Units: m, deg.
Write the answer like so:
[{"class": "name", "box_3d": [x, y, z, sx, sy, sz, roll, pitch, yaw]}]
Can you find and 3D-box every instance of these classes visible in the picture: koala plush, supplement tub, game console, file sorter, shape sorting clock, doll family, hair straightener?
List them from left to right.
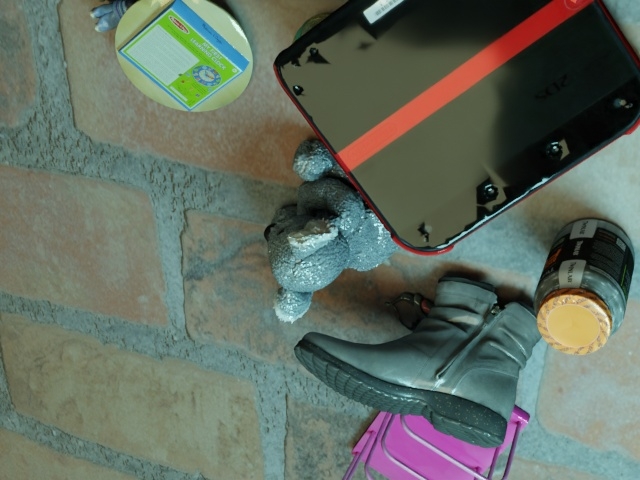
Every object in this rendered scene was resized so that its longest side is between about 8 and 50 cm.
[{"class": "doll family", "box_3d": [-0.303, -0.393, 1.317, 0.111, 0.076, 0.193, -8, 119, 25]}, {"class": "shape sorting clock", "box_3d": [-0.201, -0.277, 1.329, 0.206, 0.040, 0.206, 7, 139, 6]}, {"class": "koala plush", "box_3d": [0.000, 0.000, 1.308, 0.203, 0.221, 0.196, 27, 126, 8]}, {"class": "file sorter", "box_3d": [0.168, 0.373, 1.476, 0.202, 0.182, 0.291, 32, 127, 4]}, {"class": "hair straightener", "box_3d": [0.201, 0.157, 1.415, 0.230, 0.047, 0.089, 26, 126, 10]}, {"class": "game console", "box_3d": [0.182, -0.197, 1.137, 0.386, 0.060, 0.342, -34, 96, 14]}, {"class": "supplement tub", "box_3d": [0.351, 0.062, 1.196, 0.116, 0.190, 0.117, 12, 122, 19]}]

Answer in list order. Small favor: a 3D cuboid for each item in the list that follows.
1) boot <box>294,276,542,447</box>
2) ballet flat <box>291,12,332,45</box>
[{"class": "boot", "box_3d": [0.149, 0.149, 1.338, 0.338, 0.223, 0.118, 21, 159, 5]}, {"class": "ballet flat", "box_3d": [0.086, -0.162, 1.239, 0.348, 0.123, 0.123, 47, 127, -7]}]
